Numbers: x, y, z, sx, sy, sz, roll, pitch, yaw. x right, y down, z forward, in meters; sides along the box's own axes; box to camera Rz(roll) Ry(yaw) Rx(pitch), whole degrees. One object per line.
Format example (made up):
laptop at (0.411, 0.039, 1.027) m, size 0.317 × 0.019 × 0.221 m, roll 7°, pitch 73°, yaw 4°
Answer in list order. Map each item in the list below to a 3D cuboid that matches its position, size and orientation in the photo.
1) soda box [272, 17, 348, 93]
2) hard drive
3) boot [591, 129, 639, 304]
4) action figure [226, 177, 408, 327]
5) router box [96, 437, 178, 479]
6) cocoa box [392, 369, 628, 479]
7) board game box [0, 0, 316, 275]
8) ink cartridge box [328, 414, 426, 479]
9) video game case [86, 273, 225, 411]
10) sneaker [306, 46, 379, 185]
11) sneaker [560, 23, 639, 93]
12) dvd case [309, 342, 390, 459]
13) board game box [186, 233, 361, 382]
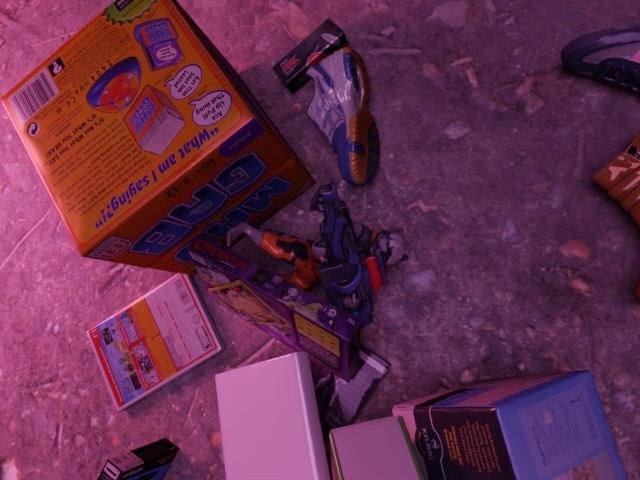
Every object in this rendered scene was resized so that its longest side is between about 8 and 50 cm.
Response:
soda box at (-0.022, -0.411, 1.064) m, size 0.169 × 0.053 × 0.060 m, roll -40°, pitch 73°, yaw 6°
hard drive at (-0.090, 0.409, 0.892) m, size 0.233 × 0.047 × 0.352 m, roll -23°, pitch 68°, yaw 32°
boot at (0.565, -0.046, 0.814) m, size 0.220 × 0.109 × 0.283 m, roll 41°, pitch 91°, yaw 16°
action figure at (0.000, 0.000, 0.906) m, size 0.331 × 0.341 × 0.178 m, roll 0°, pitch 39°, yaw 8°
router box at (-0.376, 0.480, 0.944) m, size 0.046 × 0.179 × 0.133 m, roll 27°, pitch 90°, yaw 20°
cocoa box at (0.298, 0.393, 0.706) m, size 0.228 × 0.232 × 0.346 m, roll -33°, pitch 67°, yaw 55°
board game box at (-0.288, -0.188, 0.939) m, size 0.357 × 0.356 × 0.356 m, roll -36°, pitch 74°, yaw 6°
ink cartridge box at (0.094, 0.428, 0.704) m, size 0.117 × 0.278 × 0.201 m, roll -10°, pitch 40°, yaw -7°
video game case at (-0.374, 0.223, 1.067) m, size 0.285 × 0.025 × 0.204 m, roll -32°, pitch 75°, yaw 8°
sneaker at (0.041, -0.249, 1.008) m, size 0.131 × 0.112 × 0.296 m, roll -12°, pitch 76°, yaw 31°
sneaker at (0.599, -0.297, 0.847) m, size 0.319 × 0.112 × 0.131 m, roll 8°, pitch 80°, yaw 17°
dvd case at (0.013, 0.293, 0.955) m, size 0.165 × 0.018 × 0.221 m, roll 33°, pitch 91°, yaw 19°
board game box at (-0.085, 0.130, 0.899) m, size 0.347 × 0.208 × 0.056 m, roll 27°, pitch 56°, yaw 19°
